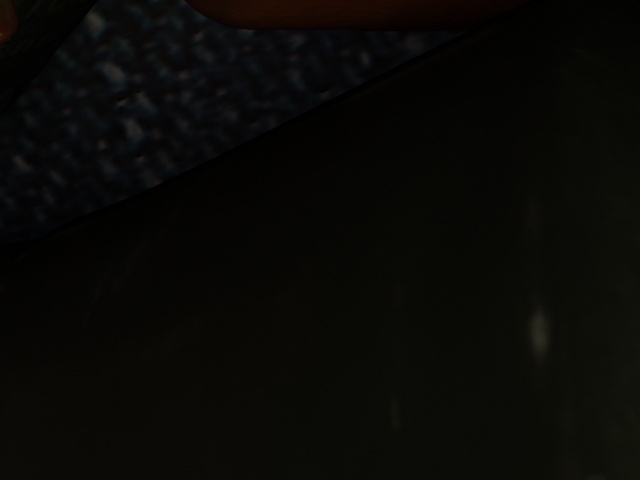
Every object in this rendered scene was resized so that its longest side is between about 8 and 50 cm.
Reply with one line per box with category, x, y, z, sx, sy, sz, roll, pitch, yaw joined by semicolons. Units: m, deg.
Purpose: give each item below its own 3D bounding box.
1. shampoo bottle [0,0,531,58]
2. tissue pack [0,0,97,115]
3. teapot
shampoo bottle;0.008;-0.102;0.464;0.244;0.085;0.085;-6;107;-21
tissue pack;-0.111;-0.096;0.539;0.051;0.112;0.156;42;111;-2
teapot;-0.003;0.113;0.497;0.361;0.306;0.376;-7;142;17
